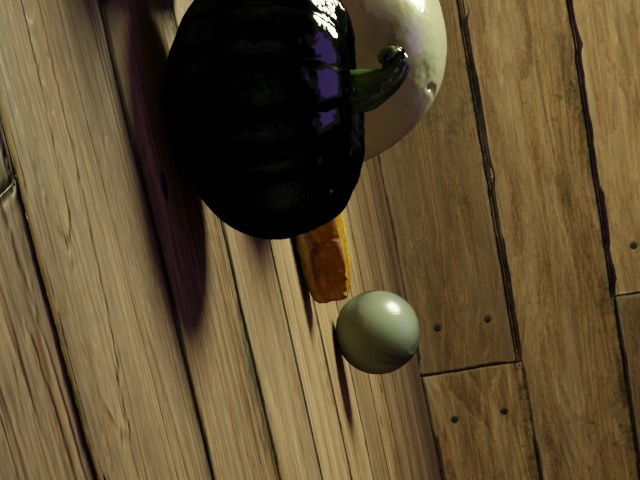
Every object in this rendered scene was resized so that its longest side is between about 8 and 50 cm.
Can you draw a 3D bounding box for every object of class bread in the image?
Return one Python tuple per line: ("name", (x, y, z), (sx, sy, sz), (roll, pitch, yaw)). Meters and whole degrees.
("bread", (0.000, 0.000, 1.668), (0.074, 0.053, 0.132), (-72, 151, -71))

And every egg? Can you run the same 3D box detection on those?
("egg", (0.025, -0.191, 1.416), (0.162, 0.206, 0.271), (-175, -96, -72))

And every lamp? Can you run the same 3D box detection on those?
("lamp", (0.069, 0.110, 1.906), (0.105, 0.105, 0.105), (-10, 90, -85))

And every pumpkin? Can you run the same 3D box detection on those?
("pumpkin", (-0.033, -0.093, 1.069), (0.194, 0.150, 0.194), (-41, 141, -46))
